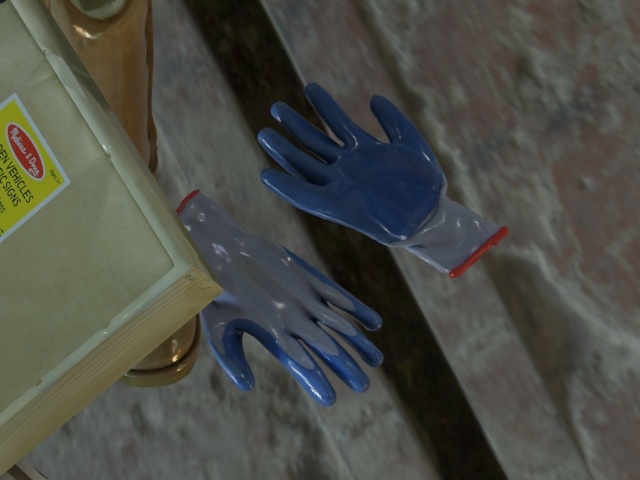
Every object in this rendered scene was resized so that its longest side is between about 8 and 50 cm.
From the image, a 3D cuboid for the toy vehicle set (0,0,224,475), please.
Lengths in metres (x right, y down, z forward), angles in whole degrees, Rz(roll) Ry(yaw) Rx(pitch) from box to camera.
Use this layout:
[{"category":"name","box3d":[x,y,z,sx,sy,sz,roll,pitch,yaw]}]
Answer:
[{"category":"toy vehicle set","box3d":[-0.181,-0.020,1.015,0.166,0.267,0.035,-39,146,7]}]

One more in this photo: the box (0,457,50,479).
[{"category":"box","box3d":[-0.282,0.150,1.325,0.183,0.231,0.056,24,72,20]}]

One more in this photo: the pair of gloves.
[{"category":"pair of gloves","box3d":[0.000,0.000,1.064,0.159,0.023,0.198,38,65,18]}]

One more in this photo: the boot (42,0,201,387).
[{"category":"boot","box3d":[-0.137,-0.065,1.207,0.089,0.236,0.269,-14,148,-14]}]

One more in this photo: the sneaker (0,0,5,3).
[{"category":"sneaker","box3d":[-0.204,-0.067,0.676,0.094,0.151,0.256,39,80,9]}]
